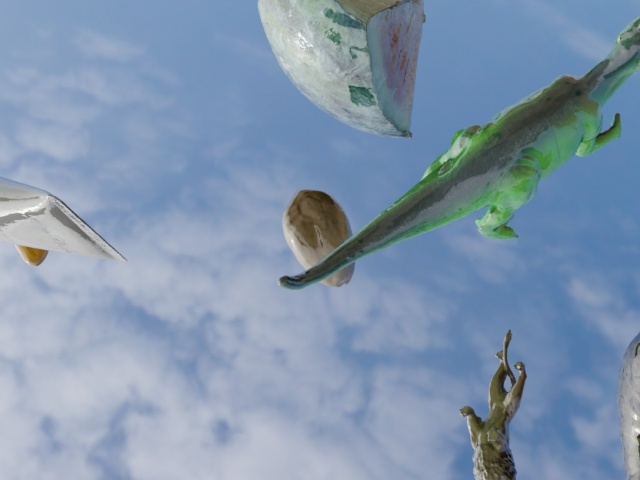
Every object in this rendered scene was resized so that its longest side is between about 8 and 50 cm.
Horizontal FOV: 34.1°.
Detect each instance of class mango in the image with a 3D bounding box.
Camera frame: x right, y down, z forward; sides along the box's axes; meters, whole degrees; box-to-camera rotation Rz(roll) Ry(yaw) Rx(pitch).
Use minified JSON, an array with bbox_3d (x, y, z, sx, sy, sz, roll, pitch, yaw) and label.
[{"bbox_3d":[-0.501,0.006,1.811,0.060,0.046,0.089,-12,-114,-11],"label":"mango"}]

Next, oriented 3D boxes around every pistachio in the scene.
[{"bbox_3d":[0.000,0.000,1.751,0.108,0.185,0.126,-28,-162,-15],"label":"pistachio"}]

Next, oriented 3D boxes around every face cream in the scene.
[{"bbox_3d":[-0.392,-0.037,1.373,0.314,0.143,0.089,9,-120,39],"label":"face cream"}]

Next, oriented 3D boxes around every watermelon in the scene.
[{"bbox_3d":[0.067,-0.346,1.717,0.228,0.387,0.258,19,-115,38],"label":"watermelon"}]

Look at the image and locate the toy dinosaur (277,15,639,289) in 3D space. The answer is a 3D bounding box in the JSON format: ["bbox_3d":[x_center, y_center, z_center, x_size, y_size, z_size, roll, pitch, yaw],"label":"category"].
[{"bbox_3d":[0.208,-0.097,1.205,0.500,0.374,0.144,-27,-105,-43],"label":"toy dinosaur"}]

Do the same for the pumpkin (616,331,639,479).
[{"bbox_3d":[0.495,0.188,1.255,0.242,0.325,0.232,3,-103,-8],"label":"pumpkin"}]

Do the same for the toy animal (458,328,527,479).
[{"bbox_3d":[0.219,0.217,1.309,0.069,0.220,0.086,1,164,41],"label":"toy animal"}]
